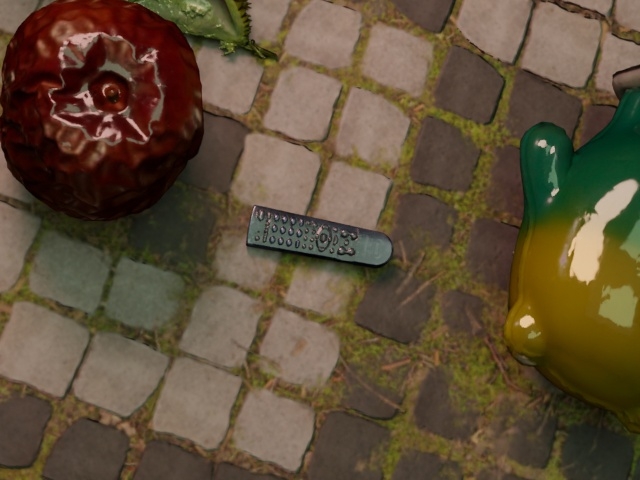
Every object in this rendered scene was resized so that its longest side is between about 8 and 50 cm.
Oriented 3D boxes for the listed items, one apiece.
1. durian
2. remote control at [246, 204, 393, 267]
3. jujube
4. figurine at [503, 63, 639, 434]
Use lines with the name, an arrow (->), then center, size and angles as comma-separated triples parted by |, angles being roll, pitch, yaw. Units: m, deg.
durian -> -0.136, -0.257, 1.481 | 0.215, 0.086, 0.100 | 18, 112, -3
remote control -> 0.000, 0.000, 1.475 | 0.152, 0.027, 0.044 | 12, 85, -6
jujube -> -0.211, -0.122, 1.355 | 0.213, 0.232, 0.213 | 1, 86, -8
figurine -> 0.322, 0.011, 1.425 | 0.323, 0.231, 0.340 | 29, 72, -9
